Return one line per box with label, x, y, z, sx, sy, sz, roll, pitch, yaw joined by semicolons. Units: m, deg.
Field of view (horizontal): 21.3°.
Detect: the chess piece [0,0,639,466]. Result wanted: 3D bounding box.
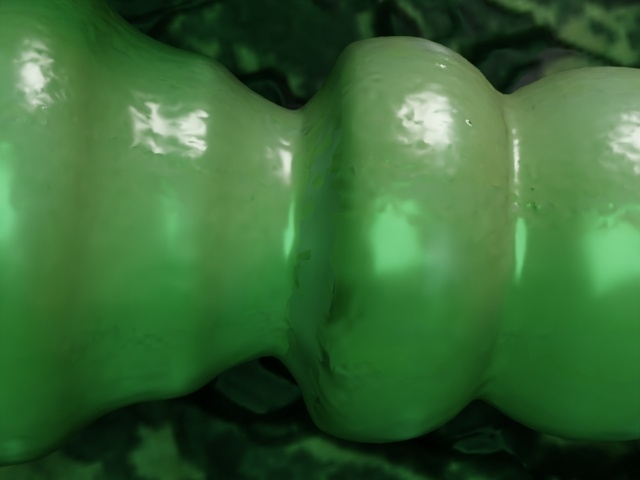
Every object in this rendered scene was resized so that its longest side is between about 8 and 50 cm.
chess piece;0.000;0.000;0.458;0.251;0.144;0.144;5;87;-4
